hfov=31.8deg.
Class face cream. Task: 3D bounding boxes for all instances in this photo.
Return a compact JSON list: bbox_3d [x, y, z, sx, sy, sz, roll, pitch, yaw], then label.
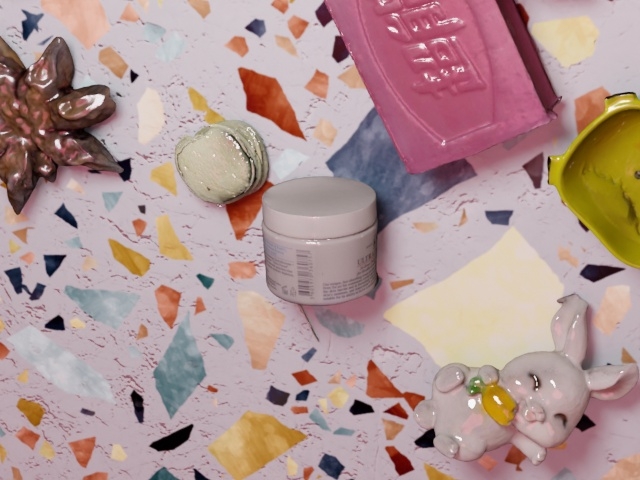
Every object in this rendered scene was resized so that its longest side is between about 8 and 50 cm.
[{"bbox_3d":[0.000,0.000,1.720,0.177,0.177,0.152,3,115,14],"label":"face cream"}]

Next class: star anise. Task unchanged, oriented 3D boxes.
[{"bbox_3d":[-0.461,-0.181,1.806,0.315,0.108,0.315,3,105,12],"label":"star anise"}]

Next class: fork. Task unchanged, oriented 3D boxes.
[{"bbox_3d":[-0.028,0.121,1.867,0.012,0.016,0.115,-20,107,12],"label":"fork"}]

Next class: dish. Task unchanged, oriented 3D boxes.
[{"bbox_3d":[0.464,-0.094,1.597,0.262,0.108,0.221,37,116,-4],"label":"dish"}]

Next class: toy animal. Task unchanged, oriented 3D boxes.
[{"bbox_3d":[0.316,0.236,1.753,0.325,0.154,0.208,-38,77,4],"label":"toy animal"}]

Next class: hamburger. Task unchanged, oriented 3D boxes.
[{"bbox_3d":[-0.155,-0.122,1.775,0.140,0.062,0.133,-9,108,20],"label":"hamburger"}]

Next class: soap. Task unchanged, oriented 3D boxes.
[{"bbox_3d":[0.161,-0.301,1.584,0.233,0.128,0.359,-21,105,24],"label":"soap"}]
